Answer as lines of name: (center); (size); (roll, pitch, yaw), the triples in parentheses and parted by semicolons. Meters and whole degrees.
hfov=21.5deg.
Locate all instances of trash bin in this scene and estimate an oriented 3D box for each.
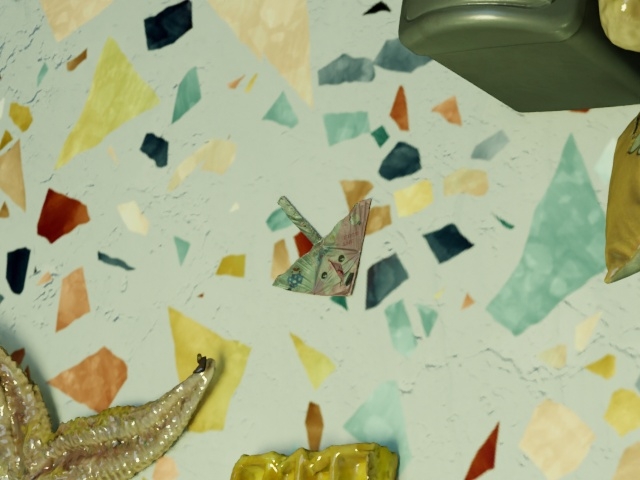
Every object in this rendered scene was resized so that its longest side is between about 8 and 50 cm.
trash bin: (0.181, -0.190, 1.467); (0.177, 0.236, 0.101); (-4, 71, 37)

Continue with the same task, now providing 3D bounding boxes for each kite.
kite: (0.000, 0.000, 1.685); (0.137, 0.005, 0.152); (-41, 54, 16)

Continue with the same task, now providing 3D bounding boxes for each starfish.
starfish: (-0.289, 0.251, 1.737); (0.384, 0.132, 0.398); (-5, 58, 29)

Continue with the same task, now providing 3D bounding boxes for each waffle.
waffle: (-0.035, 0.306, 1.566); (0.219, 0.057, 0.229); (-9, 69, 35)

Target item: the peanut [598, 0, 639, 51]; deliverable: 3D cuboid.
peanut: (0.316, -0.221, 1.407); (0.120, 0.236, 0.110); (-11, 109, 54)

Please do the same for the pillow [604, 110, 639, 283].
pillow: (0.330, -0.103, 1.306); (0.119, 0.312, 0.310); (46, 104, 0)
